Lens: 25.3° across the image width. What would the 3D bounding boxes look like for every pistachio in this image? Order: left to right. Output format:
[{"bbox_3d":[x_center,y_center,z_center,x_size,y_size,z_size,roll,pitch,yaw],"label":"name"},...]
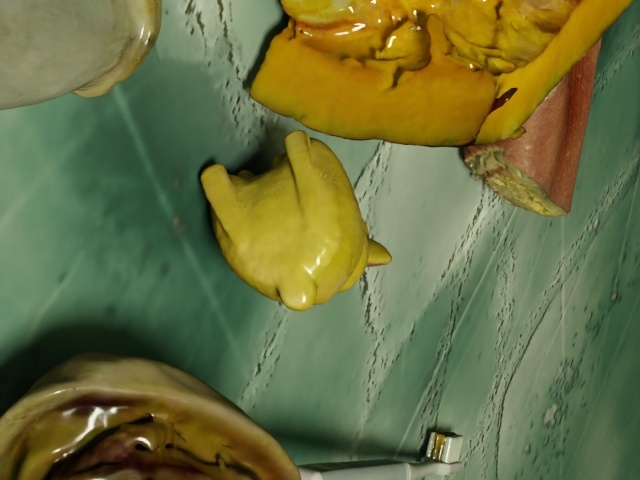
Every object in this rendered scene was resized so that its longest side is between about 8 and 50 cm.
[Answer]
[{"bbox_3d":[-0.078,0.124,0.624,0.131,0.129,0.206,-27,149,9],"label":"pistachio"}]

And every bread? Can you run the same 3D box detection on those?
[{"bbox_3d":[0.129,-0.089,0.887,0.119,0.067,0.192,-37,138,-56],"label":"bread"}]

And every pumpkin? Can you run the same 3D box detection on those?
[{"bbox_3d":[0.086,-0.187,0.686,0.280,0.139,0.190,-47,147,-41],"label":"pumpkin"}]

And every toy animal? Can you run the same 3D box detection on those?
[{"bbox_3d":[-0.001,0.004,0.726,0.159,0.070,0.083,30,40,-73],"label":"toy animal"}]

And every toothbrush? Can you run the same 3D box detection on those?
[{"bbox_3d":[0.040,0.139,0.857,0.342,0.025,0.030,12,90,-71],"label":"toothbrush"}]

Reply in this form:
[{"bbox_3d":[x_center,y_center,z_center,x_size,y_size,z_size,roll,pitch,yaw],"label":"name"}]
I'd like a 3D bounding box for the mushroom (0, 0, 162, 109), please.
[{"bbox_3d":[-0.128,-0.103,0.427,0.118,0.103,0.270,-54,158,-13],"label":"mushroom"}]
